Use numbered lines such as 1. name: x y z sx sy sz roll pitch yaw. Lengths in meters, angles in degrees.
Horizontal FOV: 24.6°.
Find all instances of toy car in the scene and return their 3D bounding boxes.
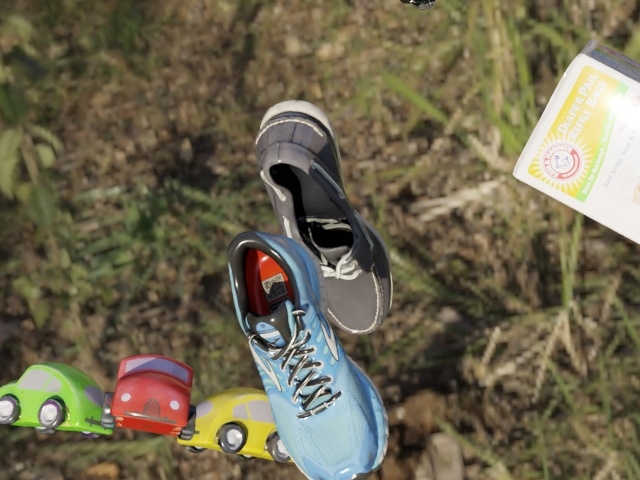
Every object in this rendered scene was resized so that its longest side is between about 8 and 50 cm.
1. toy car: -0.145 0.117 1.061 0.225 0.239 0.053 2 76 25

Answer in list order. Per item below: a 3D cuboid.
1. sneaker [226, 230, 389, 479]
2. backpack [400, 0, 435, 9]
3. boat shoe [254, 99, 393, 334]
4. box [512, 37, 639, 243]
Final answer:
1. sneaker: -0.018 0.065 0.815 0.063 0.073 0.162 -30 66 10
2. backpack: 0.088 -0.195 0.809 0.105 0.084 0.114 -41 13 -20
3. boat shoe: 0.000 0.000 1.053 0.075 0.206 0.065 -9 36 15
4. box: 0.258 -0.054 1.078 0.203 0.103 0.114 29 19 5
